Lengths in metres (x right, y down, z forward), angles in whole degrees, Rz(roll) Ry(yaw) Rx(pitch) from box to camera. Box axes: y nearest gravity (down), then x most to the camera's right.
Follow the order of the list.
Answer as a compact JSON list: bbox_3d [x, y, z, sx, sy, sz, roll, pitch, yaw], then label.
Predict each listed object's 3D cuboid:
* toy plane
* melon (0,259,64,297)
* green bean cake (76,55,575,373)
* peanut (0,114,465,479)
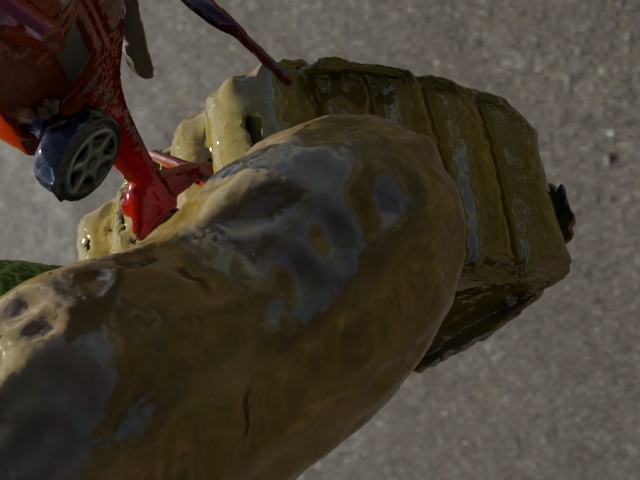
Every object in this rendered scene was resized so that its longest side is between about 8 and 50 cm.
[{"bbox_3d":[-0.075,-0.049,0.434,0.126,0.077,0.194,36,166,2],"label":"toy plane"},{"bbox_3d":[-0.110,0.120,0.584,0.169,0.265,0.129,-38,38,7],"label":"melon"},{"bbox_3d":[0.000,0.000,0.872,0.224,0.230,0.131,-36,57,44],"label":"green bean cake"},{"bbox_3d":[-0.044,0.042,0.455,0.095,0.226,0.108,45,157,22],"label":"peanut"}]
